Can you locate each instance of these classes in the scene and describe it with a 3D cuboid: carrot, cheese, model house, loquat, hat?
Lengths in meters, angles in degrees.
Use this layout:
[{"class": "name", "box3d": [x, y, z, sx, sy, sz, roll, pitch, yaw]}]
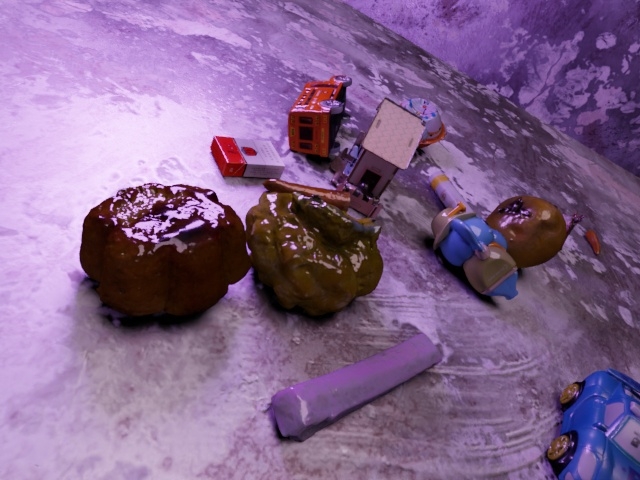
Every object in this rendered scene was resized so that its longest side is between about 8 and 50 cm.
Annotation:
[{"class": "carrot", "box3d": [-0.034, -0.108, 1.000, 0.210, 0.061, 0.061, 12, 41, -16]}, {"class": "cheese", "box3d": [0.317, -0.385, 1.487, 0.217, 0.129, 0.329, 35, 55, 14]}, {"class": "model house", "box3d": [0.153, -0.248, 1.128, 0.169, 0.244, 0.326, 31, 38, -4]}, {"class": "loquat", "box3d": [0.557, -0.028, 1.189, 0.213, 0.213, 0.213, 19, 39, -16]}, {"class": "carrot", "box3d": [1.033, 0.007, 1.607, 0.035, 0.035, 0.142, 24, 42, -9]}, {"class": "hat", "box3d": [0.729, -0.068, 1.422, 0.228, 0.140, 0.129, 28, 25, 17]}]

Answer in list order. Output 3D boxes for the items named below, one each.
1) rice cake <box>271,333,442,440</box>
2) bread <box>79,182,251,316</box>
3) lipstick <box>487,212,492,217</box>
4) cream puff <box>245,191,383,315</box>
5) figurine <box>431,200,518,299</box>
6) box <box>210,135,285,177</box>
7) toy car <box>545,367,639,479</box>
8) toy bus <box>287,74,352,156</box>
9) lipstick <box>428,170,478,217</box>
[{"class": "rice cake", "box3d": [0.082, 0.227, 0.699, 0.365, 0.056, 0.072, -8, 54, -39]}, {"class": "bread", "box3d": [-0.245, 0.006, 0.662, 0.232, 0.135, 0.247, 31, 38, 22]}, {"class": "lipstick", "box3d": [0.585, -0.085, 1.413, 0.107, 0.025, 0.025, -14, 56, -35]}, {"class": "cream puff", "box3d": [-0.001, -0.001, 0.795, 0.282, 0.185, 0.281, 18, 43, -17]}, {"class": "figurine", "box3d": [0.388, 0.028, 1.077, 0.262, 0.154, 0.180, 51, 30, -2]}, {"class": "box", "box3d": [-0.172, -0.197, 1.010, 0.152, 0.048, 0.100, -2, 46, -38]}, {"class": "toy car", "box3d": [0.548, 0.373, 0.767, 0.198, 0.166, 0.314, 40, 39, 17]}, {"class": "toy bus", "box3d": [0.005, -0.376, 1.246, 0.153, 0.142, 0.329, 8, 39, 8]}, {"class": "lipstick", "box3d": [0.401, -0.115, 1.278, 0.059, 0.059, 0.264, 11, 37, -24]}]
